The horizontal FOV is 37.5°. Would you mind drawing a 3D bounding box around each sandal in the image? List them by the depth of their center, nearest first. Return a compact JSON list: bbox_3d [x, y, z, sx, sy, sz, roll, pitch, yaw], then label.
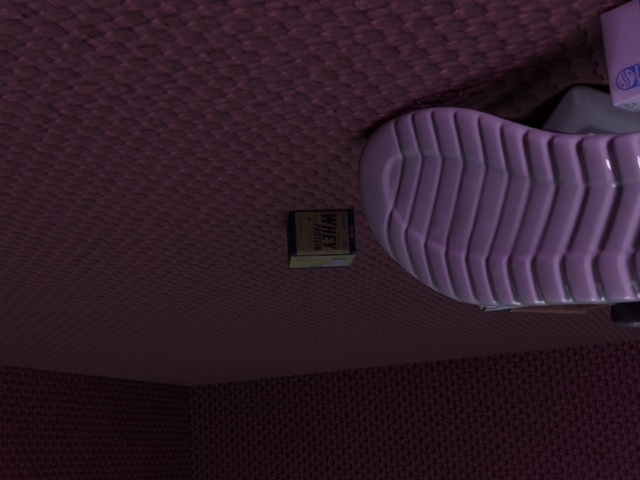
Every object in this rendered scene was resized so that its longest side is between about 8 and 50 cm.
[{"bbox_3d":[0.200,-0.023,0.794,0.102,0.170,0.416,-7,-167,-42],"label":"sandal"}]

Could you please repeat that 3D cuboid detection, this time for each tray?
[{"bbox_3d":[0.246,-0.031,0.928,0.145,0.030,0.270,16,139,-10],"label":"tray"}]

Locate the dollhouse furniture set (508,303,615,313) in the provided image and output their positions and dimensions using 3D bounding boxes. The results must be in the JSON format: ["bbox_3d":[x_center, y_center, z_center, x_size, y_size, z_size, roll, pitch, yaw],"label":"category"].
[{"bbox_3d":[0.309,0.003,1.108,0.123,0.144,0.151,4,166,-29],"label":"dollhouse furniture set"}]

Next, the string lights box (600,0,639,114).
[{"bbox_3d":[0.338,-0.151,0.629,0.133,0.077,0.259,8,162,-40],"label":"string lights box"}]

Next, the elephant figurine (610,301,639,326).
[{"bbox_3d":[0.526,0.080,1.495,0.239,0.169,0.186,7,143,27],"label":"elephant figurine"}]

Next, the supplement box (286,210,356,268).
[{"bbox_3d":[0.000,0.000,1.204,0.083,0.056,0.083,-2,166,-5],"label":"supplement box"}]

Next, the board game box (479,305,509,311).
[{"bbox_3d":[0.292,-0.024,0.993,0.317,0.046,0.214,-10,135,25],"label":"board game box"}]
